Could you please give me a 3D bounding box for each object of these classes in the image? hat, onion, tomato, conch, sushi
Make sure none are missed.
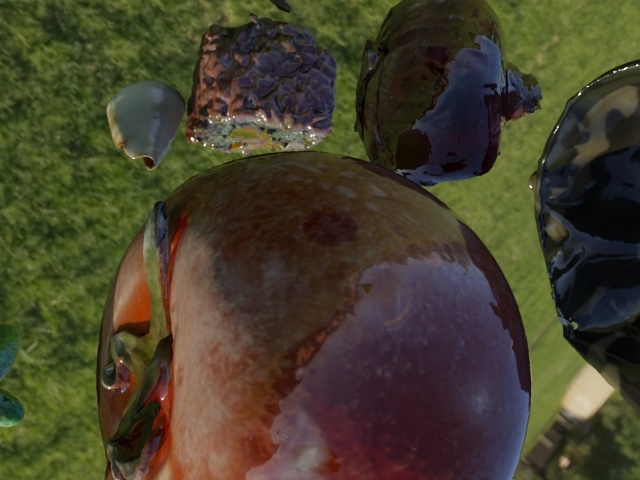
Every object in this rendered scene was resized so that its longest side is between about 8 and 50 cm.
[{"bbox_3d":[0.409,-0.020,0.834,0.381,0.257,0.366,-6,125,-30],"label":"hat"},{"bbox_3d":[0.100,-0.138,0.705,0.206,0.151,0.098,-89,176,-48],"label":"onion"},{"bbox_3d":[-0.003,0.083,0.509,0.227,0.270,0.270,10,128,-26],"label":"tomato"},{"bbox_3d":[-0.258,-0.171,1.336,0.094,0.104,0.176,-18,-128,42],"label":"conch"},{"bbox_3d":[-0.084,-0.223,1.368,0.270,0.236,0.171,155,-64,-76],"label":"sushi"}]

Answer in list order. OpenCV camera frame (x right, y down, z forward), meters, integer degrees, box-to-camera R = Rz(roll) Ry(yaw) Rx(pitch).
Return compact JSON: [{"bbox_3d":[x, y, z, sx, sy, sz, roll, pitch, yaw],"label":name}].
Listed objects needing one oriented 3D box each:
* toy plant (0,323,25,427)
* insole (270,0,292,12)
[{"bbox_3d":[-0.606,0.206,1.460,0.356,0.210,0.317,73,28,-54],"label":"toy plant"},{"bbox_3d":[-0.108,-0.371,1.217,0.004,0.188,0.064,-53,-157,-8],"label":"insole"}]
